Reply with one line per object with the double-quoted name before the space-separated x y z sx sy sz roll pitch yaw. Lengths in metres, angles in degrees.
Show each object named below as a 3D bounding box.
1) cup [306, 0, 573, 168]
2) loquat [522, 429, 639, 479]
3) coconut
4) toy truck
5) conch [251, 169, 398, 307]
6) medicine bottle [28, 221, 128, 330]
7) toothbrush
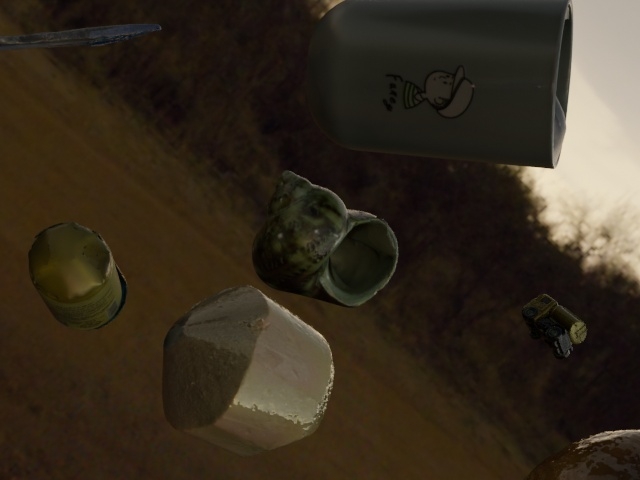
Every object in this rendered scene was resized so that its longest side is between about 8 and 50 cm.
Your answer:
"cup" 0.151 -0.200 1.254 0.312 0.205 0.205 5 -6 17
"loquat" 0.252 0.264 0.841 0.238 0.238 0.193 42 27 -32
"coconut" -0.121 0.188 1.472 0.244 0.239 0.239 33 13 -35
"toy truck" 0.307 0.110 1.338 0.083 0.054 0.049 44 -13 50
"conch" -0.002 -0.002 1.293 0.124 0.187 0.181 51 -22 38
"medicine bottle" -0.353 0.053 1.464 0.124 0.124 0.239 47 -16 9
"toothbrush" -0.432 -0.278 1.423 0.035 0.413 0.042 168 -86 -80
